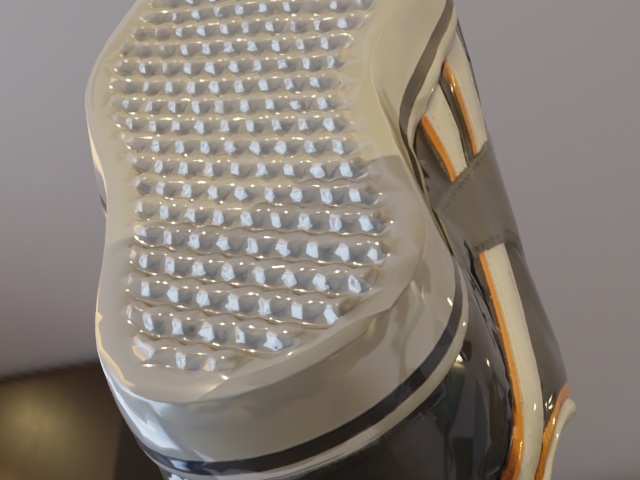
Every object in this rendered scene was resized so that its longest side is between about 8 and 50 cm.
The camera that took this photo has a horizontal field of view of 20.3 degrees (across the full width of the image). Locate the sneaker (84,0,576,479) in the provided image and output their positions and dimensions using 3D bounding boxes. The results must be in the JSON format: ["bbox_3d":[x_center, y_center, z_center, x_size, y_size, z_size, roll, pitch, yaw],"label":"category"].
[{"bbox_3d":[0.000,0.000,0.553,0.126,0.321,0.127,-19,-61,12],"label":"sneaker"}]
